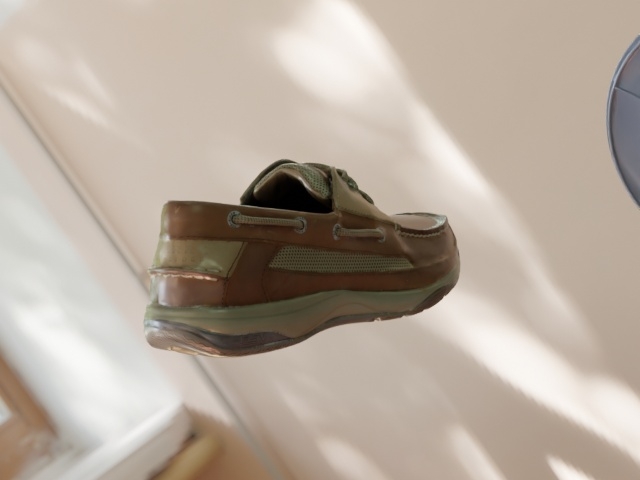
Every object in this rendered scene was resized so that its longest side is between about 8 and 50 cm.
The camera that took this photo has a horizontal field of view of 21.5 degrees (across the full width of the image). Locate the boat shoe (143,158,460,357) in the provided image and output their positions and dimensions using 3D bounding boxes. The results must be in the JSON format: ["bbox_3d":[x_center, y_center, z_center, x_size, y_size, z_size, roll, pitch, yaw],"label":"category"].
[{"bbox_3d":[0.000,0.000,1.193,0.123,0.116,0.324,1,8,32],"label":"boat shoe"}]

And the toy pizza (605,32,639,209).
[{"bbox_3d":[0.297,-0.075,1.196,0.032,0.201,0.201,-33,0,-45],"label":"toy pizza"}]
